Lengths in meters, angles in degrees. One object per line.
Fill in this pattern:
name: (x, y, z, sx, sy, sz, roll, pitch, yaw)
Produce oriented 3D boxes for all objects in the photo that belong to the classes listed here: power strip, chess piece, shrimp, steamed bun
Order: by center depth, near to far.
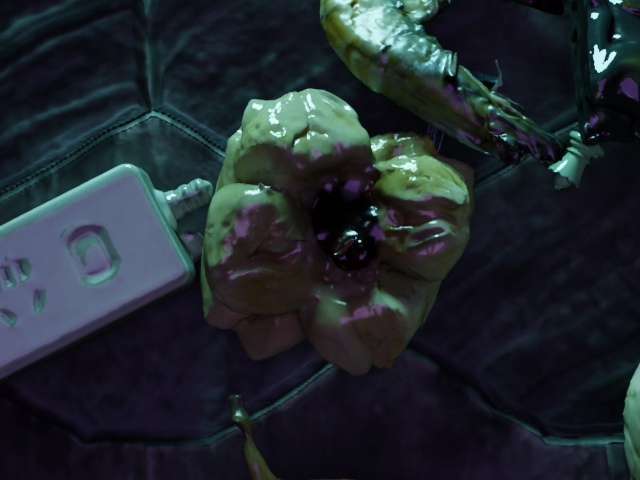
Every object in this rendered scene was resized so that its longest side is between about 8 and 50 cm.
steamed bun: (0.000, 0.000, 1.007, 0.177, 0.106, 0.192, 26, 93, 5)
shrimp: (0.103, -0.139, 1.048, 0.150, 0.051, 0.217, -40, 70, -22)
power strip: (-0.223, 0.046, 1.056, 0.338, 0.058, 0.098, -27, 85, -1)
chess piece: (0.193, -0.074, 1.063, 0.042, 0.042, 0.093, 34, 92, 4)

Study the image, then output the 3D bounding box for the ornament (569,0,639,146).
ornament: (0.291, -0.145, 1.012, 0.236, 0.080, 0.202, 2, 54, 3)

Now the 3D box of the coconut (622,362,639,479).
coconut: (0.320, 0.140, 0.939, 0.259, 0.259, 0.259, 0, 86, 2)

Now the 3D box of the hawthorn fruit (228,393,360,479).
hawthorn fruit: (-0.017, 0.228, 0.952, 0.242, 0.242, 0.271, -10, 76, 1)

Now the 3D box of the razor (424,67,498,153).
razor: (0.067, -0.037, 1.067, 0.066, 0.033, 0.190, 18, 87, 3)
